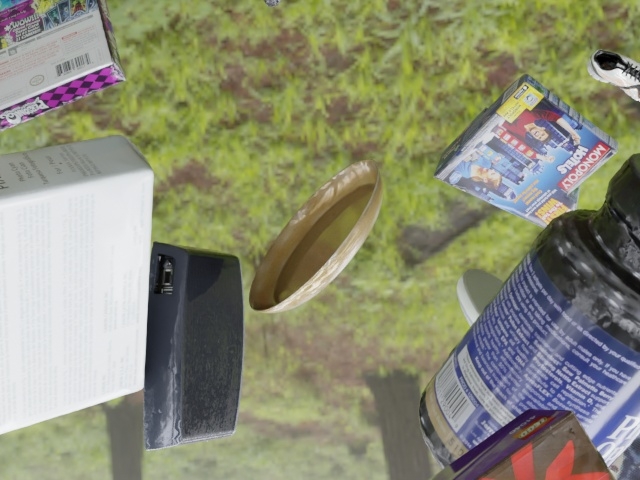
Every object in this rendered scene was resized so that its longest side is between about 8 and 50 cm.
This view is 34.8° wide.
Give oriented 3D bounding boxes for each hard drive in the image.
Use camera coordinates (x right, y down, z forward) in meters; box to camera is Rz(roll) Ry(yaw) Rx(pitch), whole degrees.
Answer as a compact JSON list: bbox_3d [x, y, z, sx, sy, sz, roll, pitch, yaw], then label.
[{"bbox_3d":[-0.157,0.134,1.301,0.054,0.255,0.172,-1,174,27],"label":"hard drive"}]

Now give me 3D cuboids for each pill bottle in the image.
[{"bbox_3d":[0.163,0.060,0.627,0.122,0.123,0.219,5,128,-41],"label":"pill bottle"}]

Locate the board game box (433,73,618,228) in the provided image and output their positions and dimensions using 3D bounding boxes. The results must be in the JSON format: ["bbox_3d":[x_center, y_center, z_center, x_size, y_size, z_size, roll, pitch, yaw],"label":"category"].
[{"bbox_3d":[0.281,-0.099,1.307,0.194,0.060,0.194,35,134,-9],"label":"board game box"}]

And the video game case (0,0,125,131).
[{"bbox_3d":[-0.355,-0.229,1.183,0.232,0.210,0.042,-22,150,4],"label":"video game case"}]

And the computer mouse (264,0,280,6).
[{"bbox_3d":[-0.035,-0.394,1.185,0.072,0.189,0.272,-17,-176,-15],"label":"computer mouse"}]

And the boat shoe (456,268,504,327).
[{"bbox_3d":[0.210,0.138,1.108,0.079,0.227,0.081,-16,153,-42],"label":"boat shoe"}]

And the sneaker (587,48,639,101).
[{"bbox_3d":[0.369,-0.196,1.218,0.109,0.040,0.044,23,177,17],"label":"sneaker"}]

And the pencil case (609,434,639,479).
[{"bbox_3d":[0.267,0.226,0.970,0.159,0.410,0.183,-4,178,-4],"label":"pencil case"}]

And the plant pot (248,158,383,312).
[{"bbox_3d":[0.000,0.000,1.260,0.032,0.236,0.236,39,148,-18],"label":"plant pot"}]

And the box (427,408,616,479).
[{"bbox_3d":[0.046,0.240,0.466,0.293,0.201,0.057,-32,179,-14],"label":"box"}]

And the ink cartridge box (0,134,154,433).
[{"bbox_3d":[-0.367,0.070,1.063,0.385,0.091,0.308,-13,129,-31],"label":"ink cartridge box"}]
